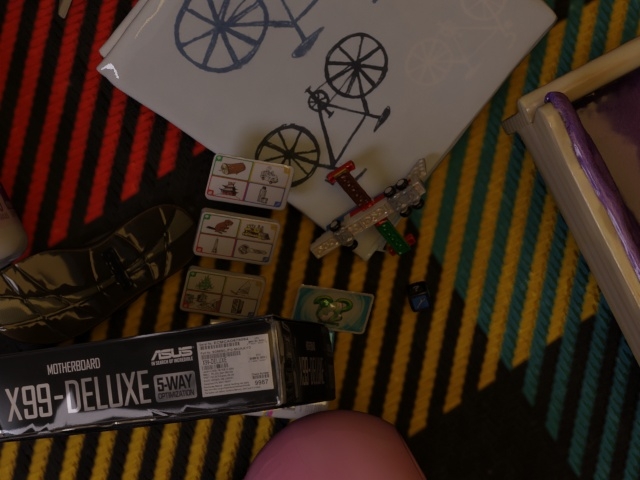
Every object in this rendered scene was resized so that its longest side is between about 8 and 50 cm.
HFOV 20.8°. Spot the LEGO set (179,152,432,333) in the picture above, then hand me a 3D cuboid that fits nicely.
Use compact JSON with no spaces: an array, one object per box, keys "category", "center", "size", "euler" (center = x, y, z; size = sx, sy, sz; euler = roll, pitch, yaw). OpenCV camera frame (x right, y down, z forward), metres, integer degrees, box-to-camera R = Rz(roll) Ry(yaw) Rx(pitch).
[{"category":"LEGO set","center":[0.000,0.000,1.675],"size":[0.244,0.060,0.182],"euler":[8,122,-10]}]

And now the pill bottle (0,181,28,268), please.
[{"category":"pill bottle","center":[-0.404,-0.089,1.594],"size":[0.169,0.169,0.301],"euler":[-27,90,-7]}]

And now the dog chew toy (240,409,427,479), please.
[{"category":"dog chew toy","center":[-0.050,0.297,1.602],"size":[0.332,0.206,0.206],"euler":[-29,90,1]}]

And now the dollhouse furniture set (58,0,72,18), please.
[{"category":"dollhouse furniture set","center":[-0.305,-0.375,1.617],"size":[0.262,0.135,0.259],"euler":[24,126,-4]}]

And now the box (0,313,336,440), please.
[{"category":"box","center":[-0.157,0.126,1.532],"size":[0.307,0.242,0.076],"euler":[-8,84,11]}]

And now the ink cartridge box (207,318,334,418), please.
[{"category":"ink cartridge box","center":[-0.053,0.125,1.678],"size":[0.122,0.052,0.088],"euler":[6,86,-6]}]

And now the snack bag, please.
[{"category":"snack bag","center":[0.017,-0.194,1.643],"size":[0.342,0.037,0.323],"euler":[35,98,-19]}]

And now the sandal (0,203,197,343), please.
[{"category":"sandal","center":[-0.219,0.031,1.667],"size":[0.219,0.060,0.090],"euler":[-31,96,-21]}]

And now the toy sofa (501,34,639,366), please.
[{"category":"toy sofa","center":[0.329,-0.005,1.666],"size":[0.150,0.177,0.362],"euler":[-27,89,-7]}]
